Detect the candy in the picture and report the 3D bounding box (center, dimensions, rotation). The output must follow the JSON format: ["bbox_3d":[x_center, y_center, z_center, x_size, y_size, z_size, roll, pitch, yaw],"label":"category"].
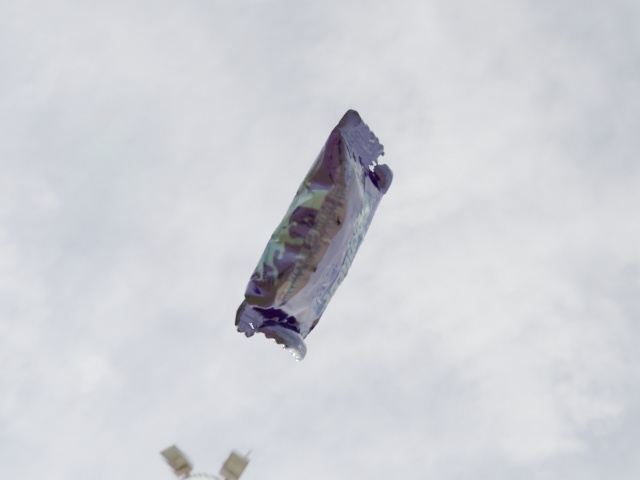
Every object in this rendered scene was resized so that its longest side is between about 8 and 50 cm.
[{"bbox_3d":[0.000,0.000,1.137,0.070,0.145,0.275,18,-107,31],"label":"candy"}]
